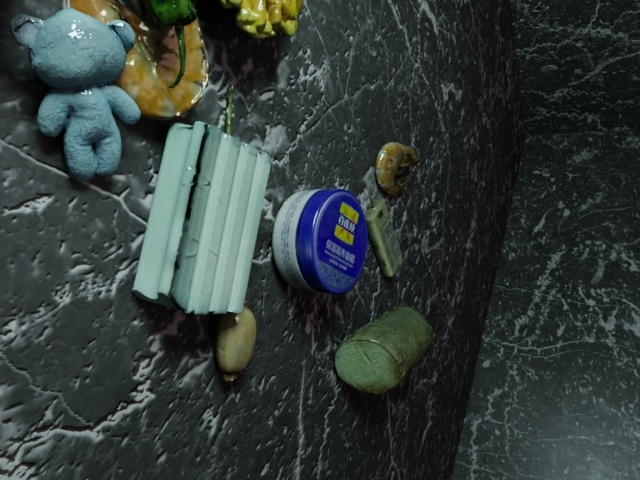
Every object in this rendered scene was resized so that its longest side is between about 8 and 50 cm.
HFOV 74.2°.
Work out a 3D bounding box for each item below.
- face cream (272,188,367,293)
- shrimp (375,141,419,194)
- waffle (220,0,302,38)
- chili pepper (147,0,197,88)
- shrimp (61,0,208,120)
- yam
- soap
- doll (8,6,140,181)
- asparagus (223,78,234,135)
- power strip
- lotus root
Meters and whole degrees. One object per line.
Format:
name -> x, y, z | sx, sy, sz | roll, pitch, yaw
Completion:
face cream -> 0.000, 0.000, 0.843 | 0.206, 0.111, 0.205 | -9, 101, -56
shrimp -> 0.230, -0.200, 1.202 | 0.254, 0.059, 0.145 | -5, 101, -55
waffle -> -0.115, -0.442, 0.608 | 0.282, 0.058, 0.300 | 39, 48, -43
chili pepper -> -0.198, -0.323, 0.458 | 0.122, 0.065, 0.278 | -32, 107, -1
shrimp -> -0.232, -0.305, 0.510 | 0.164, 0.062, 0.316 | -26, 115, -43
yam -> 0.175, 0.281, 1.102 | 0.304, 0.168, 0.167 | -15, 107, -56
soap -> -0.165, -0.030, 0.611 | 0.150, 0.094, 0.261 | 18, 81, -60
doll -> -0.267, -0.161, 0.474 | 0.120, 0.075, 0.179 | -26, 142, -45
asparagus -> -0.148, -0.201, 0.681 | 0.014, 0.015, 0.114 | -1, 96, -54
power strip -> 0.169, -0.017, 1.156 | 0.092, 0.035, 0.267 | -56, 137, -35
lotus root -> -0.139, 0.158, 0.702 | 0.073, 0.062, 0.150 | 2, 94, -56
